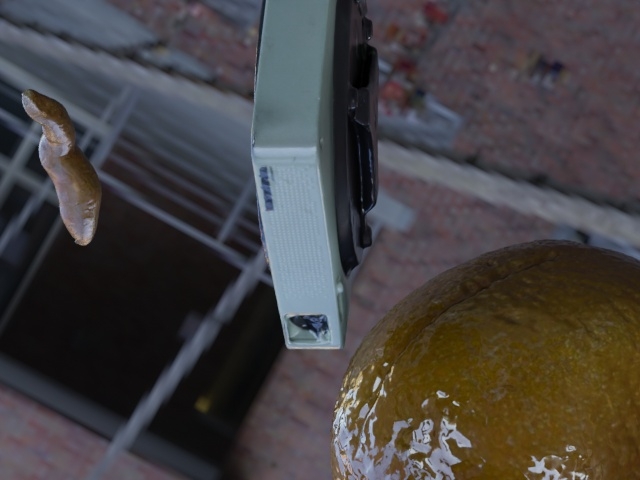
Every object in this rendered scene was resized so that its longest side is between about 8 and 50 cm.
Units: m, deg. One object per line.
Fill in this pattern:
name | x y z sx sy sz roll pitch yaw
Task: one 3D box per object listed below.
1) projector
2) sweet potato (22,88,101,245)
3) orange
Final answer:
projector | 0.002 -0.088 1.340 0.079 0.259 0.257 0 144 5
sweet potato | -0.198 -0.060 1.391 0.044 0.044 0.179 25 147 26
orange | 0.187 0.158 1.532 0.322 0.357 0.322 47 158 25
